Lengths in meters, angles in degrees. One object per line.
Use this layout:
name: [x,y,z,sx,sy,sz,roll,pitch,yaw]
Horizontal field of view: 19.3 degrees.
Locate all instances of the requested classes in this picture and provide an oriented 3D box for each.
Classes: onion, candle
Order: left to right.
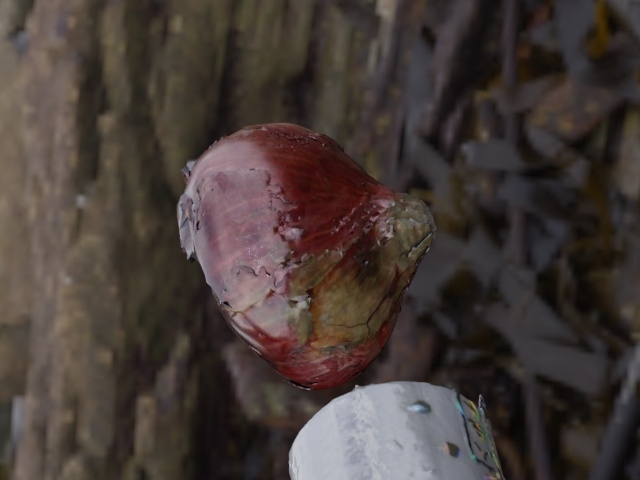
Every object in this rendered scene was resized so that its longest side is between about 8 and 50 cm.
onion: [0.000,0.000,1.201,0.147,0.184,0.184,-22,57,15]
candle: [0.066,0.213,1.564,0.330,0.187,0.187,-101,30,-46]
